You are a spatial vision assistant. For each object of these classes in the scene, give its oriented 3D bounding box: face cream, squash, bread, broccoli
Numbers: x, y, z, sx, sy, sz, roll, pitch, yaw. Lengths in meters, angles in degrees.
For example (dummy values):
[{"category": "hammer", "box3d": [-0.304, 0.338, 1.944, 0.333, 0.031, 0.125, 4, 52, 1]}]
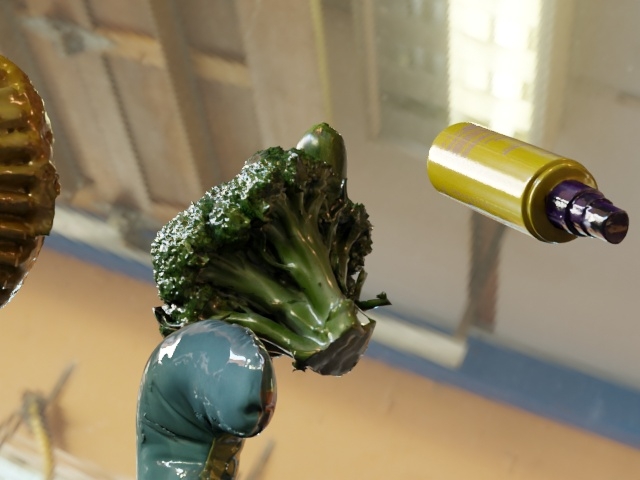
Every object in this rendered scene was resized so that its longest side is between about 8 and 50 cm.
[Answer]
[{"category": "face cream", "box3d": [0.191, -0.045, 1.395, 0.078, 0.078, 0.273, 42, -5, -28]}, {"category": "squash", "box3d": [0.001, 0.000, 2.168, 0.087, 0.331, 0.087, -3, -5, 0]}, {"category": "bread", "box3d": [-0.311, -0.046, 1.257, 0.139, 0.240, 0.240, -1, -10, -35]}, {"category": "broccoli", "box3d": [-0.044, 0.044, 1.887, 0.321, 0.304, 0.283, 12, 26, -50]}]

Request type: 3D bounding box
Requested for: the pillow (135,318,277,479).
[{"category": "pillow", "box3d": [-0.086, 0.177, 1.178, 0.086, 0.233, 0.214, 5, -5, -23]}]
